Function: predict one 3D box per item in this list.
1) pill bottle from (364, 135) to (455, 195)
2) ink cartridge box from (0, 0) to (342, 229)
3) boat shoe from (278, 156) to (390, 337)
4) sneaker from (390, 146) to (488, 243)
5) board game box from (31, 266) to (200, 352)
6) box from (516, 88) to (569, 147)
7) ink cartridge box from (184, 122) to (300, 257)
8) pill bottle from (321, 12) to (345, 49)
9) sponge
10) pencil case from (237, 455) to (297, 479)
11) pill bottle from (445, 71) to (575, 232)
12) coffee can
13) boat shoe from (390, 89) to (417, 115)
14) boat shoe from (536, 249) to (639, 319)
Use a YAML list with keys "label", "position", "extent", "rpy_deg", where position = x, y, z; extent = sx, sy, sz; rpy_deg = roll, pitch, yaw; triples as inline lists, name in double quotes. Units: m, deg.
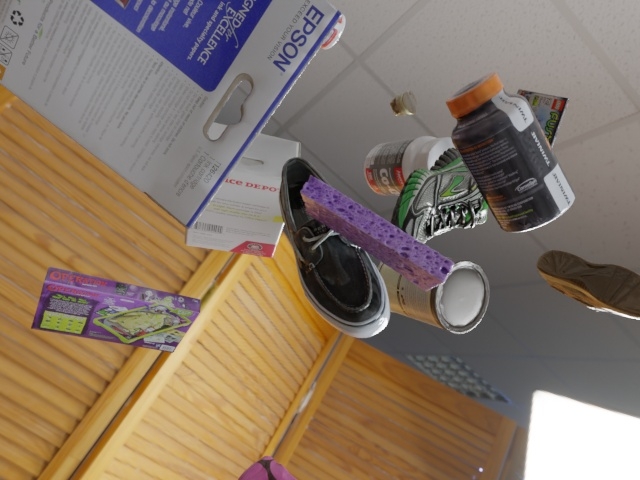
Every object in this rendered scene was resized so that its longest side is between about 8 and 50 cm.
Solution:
- label: "pill bottle"
  position: [0.259, -0.204, 1.370]
  extent: [0.161, 0.161, 0.283]
  rpy_deg: [44, -15, -23]
- label: "ink cartridge box"
  position: [-0.183, -0.220, 0.543]
  extent: [0.307, 0.072, 0.303]
  rpy_deg: [38, -68, -9]
- label: "boat shoe"
  position: [0.000, 0.000, 0.785]
  extent: [0.335, 0.121, 0.119]
  rpy_deg: [59, -10, 35]
- label: "sneaker"
  position: [0.247, -0.075, 0.956]
  extent: [0.146, 0.343, 0.134]
  rpy_deg: [31, -43, 24]
- label: "board game box"
  position: [-0.494, 0.179, 1.199]
  extent: [0.347, 0.056, 0.208]
  rpy_deg: [18, -44, -26]
- label: "box"
  position: [0.495, -0.243, 1.169]
  extent: [0.114, 0.207, 0.036]
  rpy_deg: [21, 16, 27]
- label: "ink cartridge box"
  position: [-0.233, -0.131, 1.424]
  extent: [0.279, 0.160, 0.384]
  rpy_deg: [11, -36, -12]
- label: "pill bottle"
  position: [-0.037, -0.613, 1.332]
  extent: [0.193, 0.108, 0.108]
  rpy_deg: [22, -17, -33]
- label: "sponge"
  position: [0.069, -0.006, 0.655]
  extent: [0.210, 0.031, 0.117]
  rpy_deg: [32, -8, 6]
- label: "pencil case"
  position: [-0.029, 0.396, 0.665]
  extent: [0.209, 0.095, 0.098]
  rpy_deg: [37, -50, 24]
- label: "pill bottle"
  position: [0.301, -0.145, 0.803]
  extent: [0.245, 0.130, 0.130]
  rpy_deg: [56, -31, -13]
- label: "coffee can"
  position: [0.315, 0.140, 1.434]
  extent: [0.201, 0.201, 0.275]
  rpy_deg: [46, -17, -25]
- label: "boat shoe"
  position: [0.166, -0.273, 0.997]
  extent: [0.045, 0.135, 0.050]
  rpy_deg: [-21, -78, 23]
- label: "boat shoe"
  position: [0.763, 0.130, 1.351]
  extent: [0.110, 0.122, 0.341]
  rpy_deg: [52, -9, -35]
